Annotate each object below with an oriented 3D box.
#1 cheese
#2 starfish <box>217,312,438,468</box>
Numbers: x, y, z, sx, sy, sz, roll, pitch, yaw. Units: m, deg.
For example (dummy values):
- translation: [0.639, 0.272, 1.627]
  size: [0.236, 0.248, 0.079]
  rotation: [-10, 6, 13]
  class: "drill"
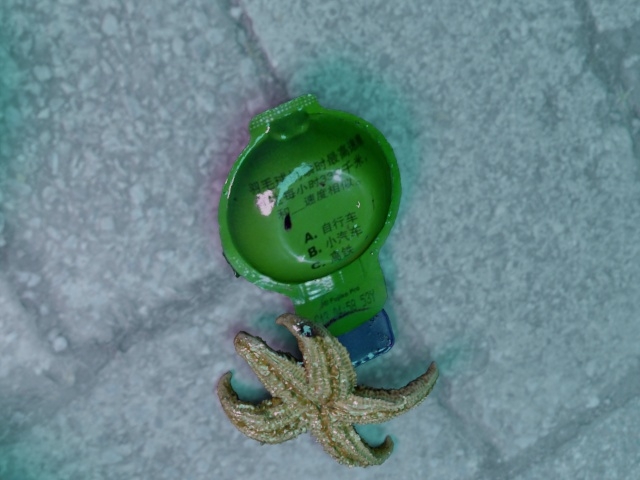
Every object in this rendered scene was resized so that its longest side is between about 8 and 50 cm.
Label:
- translation: [0.000, 0.000, 1.698]
  size: [0.204, 0.083, 0.320]
  rotation: [-24, 122, -14]
  class: "cheese"
- translation: [0.012, 0.163, 1.728]
  size: [0.216, 0.071, 0.238]
  rotation: [-20, 131, 14]
  class: "starfish"
